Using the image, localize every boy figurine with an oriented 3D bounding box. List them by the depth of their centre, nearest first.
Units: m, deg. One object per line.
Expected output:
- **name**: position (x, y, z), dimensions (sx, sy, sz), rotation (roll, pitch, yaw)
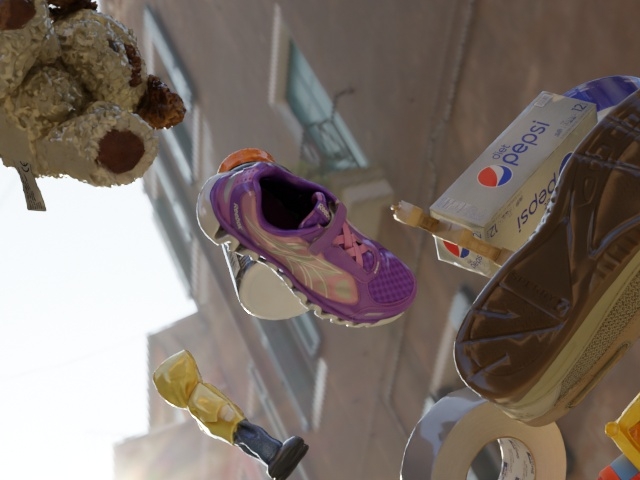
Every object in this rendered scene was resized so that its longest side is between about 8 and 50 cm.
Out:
- **boy figurine**: position (-0.155, 0.291, 2.003), dimensions (0.092, 0.285, 0.177), rotation (-50, -23, -10)

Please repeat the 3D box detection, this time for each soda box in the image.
- **soda box**: position (0.269, -0.080, 1.634), dimensions (0.286, 0.091, 0.098), rotation (-45, -42, -29)

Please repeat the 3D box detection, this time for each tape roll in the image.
- **tape roll**: position (0.214, 0.304, 1.570), dimensions (0.219, 0.072, 0.219), rotation (-4, -82, -28)

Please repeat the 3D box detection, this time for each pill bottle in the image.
- **pill bottle**: position (-0.075, -0.020, 1.641), dimensions (0.130, 0.246, 0.130), rotation (-10, -45, -11)

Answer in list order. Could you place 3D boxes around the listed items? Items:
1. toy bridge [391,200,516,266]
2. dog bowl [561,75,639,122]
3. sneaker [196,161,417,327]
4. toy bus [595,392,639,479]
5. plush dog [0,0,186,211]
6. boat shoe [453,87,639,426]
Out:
- **toy bridge**: position (0.160, -0.009, 1.477), dimensions (0.188, 0.063, 0.026), rotation (23, -88, -30)
- **dog bowl**: position (0.456, -0.129, 1.915), dimensions (0.265, 0.104, 0.265), rotation (-10, -44, -9)
- **sneaker**: position (0.000, 0.000, 1.153), dimensions (0.236, 0.095, 0.104), rotation (31, -33, -15)
- **toy bus**: position (0.445, 0.275, 1.448), dimensions (0.211, 0.220, 0.149), rotation (-45, -28, 9)
- **plush dog**: position (-0.286, -0.177, 1.382), dimensions (0.210, 0.262, 0.225), rotation (-32, 11, 44)
- **boat shoe**: position (0.246, 0.000, 0.972), dimensions (0.341, 0.121, 0.110), rotation (-49, -45, 2)
